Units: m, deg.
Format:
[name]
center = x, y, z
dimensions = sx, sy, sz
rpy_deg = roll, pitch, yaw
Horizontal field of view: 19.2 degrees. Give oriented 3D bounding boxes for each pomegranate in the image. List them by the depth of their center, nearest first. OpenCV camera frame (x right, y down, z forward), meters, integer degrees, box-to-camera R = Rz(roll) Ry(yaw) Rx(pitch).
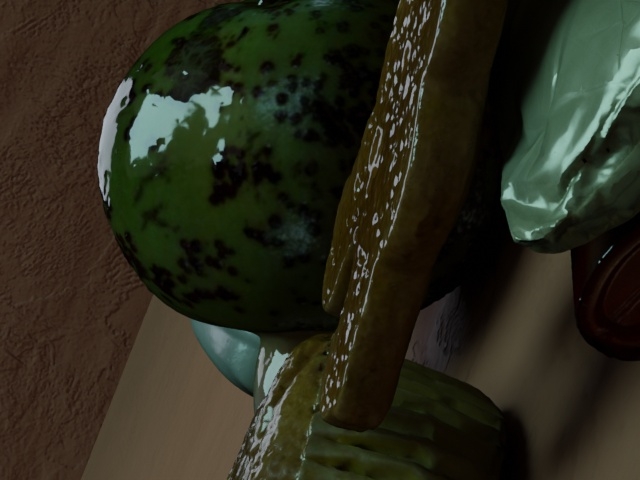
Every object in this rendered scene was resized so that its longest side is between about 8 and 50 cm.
[pomegranate]
center = 0.000, 0.000, 1.292
dimensions = 0.285, 0.285, 0.341
rpy_deg = -142, 45, -79

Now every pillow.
[pillow]
center = 0.179, -0.144, 0.893
dimensions = 0.281, 0.076, 0.274
rpy_deg = -42, 20, 18

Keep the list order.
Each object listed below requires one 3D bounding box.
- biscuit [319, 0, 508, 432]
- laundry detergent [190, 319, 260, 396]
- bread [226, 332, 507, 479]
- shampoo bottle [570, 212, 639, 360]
[biscuit]
center = 0.050, -0.046, 0.956
dimensions = 0.186, 0.044, 0.295
rpy_deg = -91, 14, -48
[laundry detergent]
center = 0.028, -0.073, 1.576
dimensions = 0.398, 0.124, 0.264
rpy_deg = -63, 10, 10
[bread]
center = 0.003, 0.184, 1.084
dimensions = 0.227, 0.142, 0.253
rpy_deg = 119, 168, -64
[shampoo bottle]
center = 0.165, -0.051, 0.961
dimensions = 0.102, 0.064, 0.260
rpy_deg = -51, 17, 29
